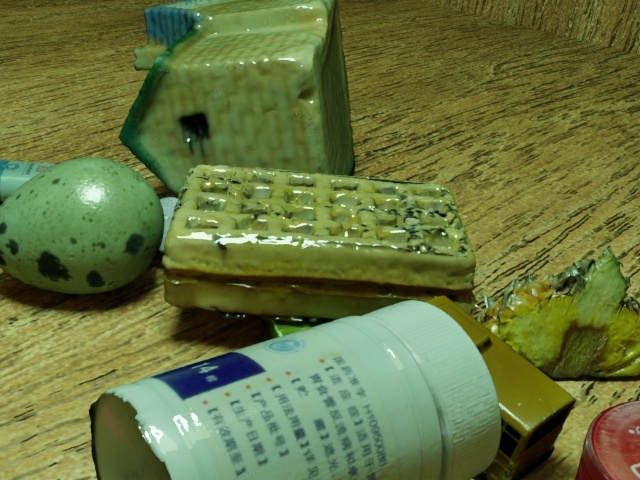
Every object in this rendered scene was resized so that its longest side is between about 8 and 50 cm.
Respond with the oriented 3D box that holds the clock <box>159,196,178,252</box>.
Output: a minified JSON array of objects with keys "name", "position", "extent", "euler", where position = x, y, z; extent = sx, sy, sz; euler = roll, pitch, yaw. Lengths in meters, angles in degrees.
[{"name":"clock","position":[-0.259,-0.033,1.319],"extent":[0.176,0.080,0.117],"euler":[12,13,23]}]

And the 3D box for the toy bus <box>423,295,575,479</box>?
[{"name":"toy bus","position":[0.154,0.151,0.951],"extent":[0.098,0.114,0.201],"euler":[-21,49,-39]}]

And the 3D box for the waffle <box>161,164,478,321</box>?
[{"name":"waffle","position":[0.000,0.001,1.166],"extent":[0.376,0.114,0.261],"euler":[4,23,-3]}]

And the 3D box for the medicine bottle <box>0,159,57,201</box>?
[{"name":"medicine bottle","position":[-0.455,-0.092,1.436],"extent":[0.209,0.053,0.090],"euler":[3,26,-4]}]

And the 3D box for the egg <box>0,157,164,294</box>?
[{"name":"egg","position":[-0.316,-0.015,1.170],"extent":[0.228,0.177,0.177],"euler":[-12,29,-7]}]

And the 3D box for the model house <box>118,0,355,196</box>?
[{"name":"model house","position":[-0.139,-0.204,1.436],"extent":[0.343,0.334,0.382],"euler":[-3,22,9]}]

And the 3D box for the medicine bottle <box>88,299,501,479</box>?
[{"name":"medicine bottle","position":[-0.015,0.178,0.807],"extent":[0.332,0.190,0.190],"euler":[-13,31,-32]}]

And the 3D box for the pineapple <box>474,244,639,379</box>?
[{"name":"pineapple","position":[0.302,0.070,1.122],"extent":[0.250,0.164,0.140],"euler":[-1,19,-4]}]

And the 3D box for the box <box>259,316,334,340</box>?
[{"name":"box","position":[0.008,0.086,1.163],"extent":[0.173,0.043,0.311],"euler":[-3,28,-16]}]

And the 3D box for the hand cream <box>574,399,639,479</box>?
[{"name":"hand cream","position":[0.319,0.243,0.803],"extent":[0.193,0.125,0.193],"euler":[3,27,-1]}]
